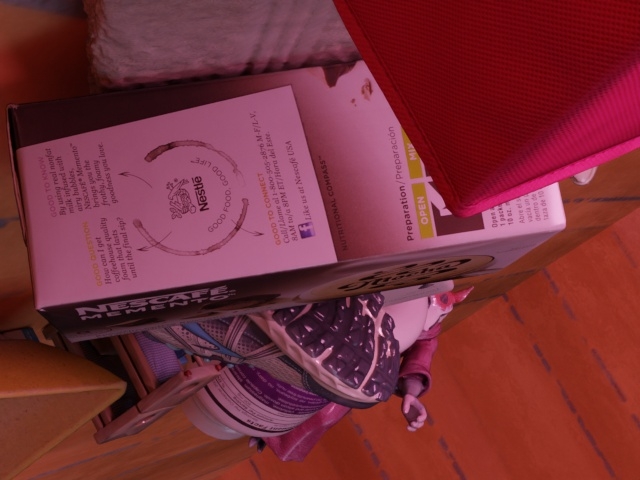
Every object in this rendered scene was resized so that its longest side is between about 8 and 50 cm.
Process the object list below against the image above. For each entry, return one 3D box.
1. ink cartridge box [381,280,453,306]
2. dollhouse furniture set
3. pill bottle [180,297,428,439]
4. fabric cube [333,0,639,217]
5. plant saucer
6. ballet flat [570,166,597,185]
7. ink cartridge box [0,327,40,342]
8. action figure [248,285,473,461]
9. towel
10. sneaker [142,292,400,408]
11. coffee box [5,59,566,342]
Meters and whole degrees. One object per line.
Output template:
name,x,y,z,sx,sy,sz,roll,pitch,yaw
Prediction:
ink cartridge box,0.000,0.000,1.060,0.207,0.117,0.283,-14,169,9
dollhouse furniture set,-0.154,0.105,1.195,0.129,0.129,0.183,-36,165,24
pill bottle,-0.036,0.111,1.359,0.181,0.182,0.323,-16,162,-46
fabric cube,0.131,-0.202,0.370,0.254,0.259,0.258,-23,168,-29
plant saucer,-0.389,0.175,0.994,0.333,0.081,0.332,-37,158,29
ballet flat,0.261,-0.093,1.401,0.316,0.106,0.107,-33,167,12
ink cartridge box,-0.308,0.109,1.100,0.048,0.028,0.083,-37,166,27
action figure,0.061,0.151,1.580,0.370,0.248,0.275,-33,168,24
towel,-0.034,-0.129,0.624,0.187,0.049,0.282,-7,169,-13
sneaker,-0.068,0.042,0.888,0.122,0.283,0.110,-46,-167,43
coffee box,-0.025,-0.025,0.718,0.297,0.119,0.168,-9,170,-8
